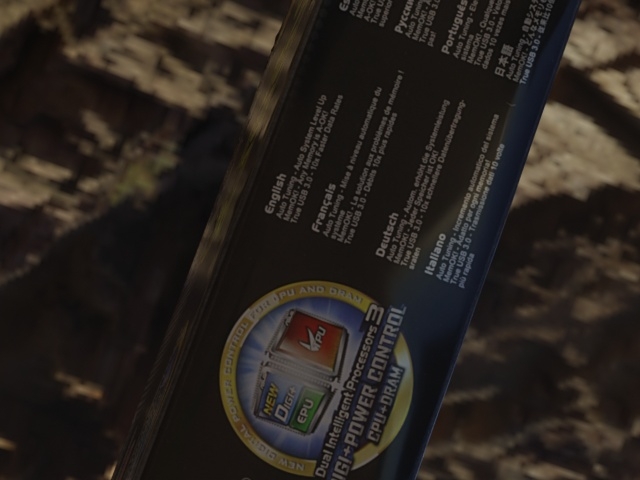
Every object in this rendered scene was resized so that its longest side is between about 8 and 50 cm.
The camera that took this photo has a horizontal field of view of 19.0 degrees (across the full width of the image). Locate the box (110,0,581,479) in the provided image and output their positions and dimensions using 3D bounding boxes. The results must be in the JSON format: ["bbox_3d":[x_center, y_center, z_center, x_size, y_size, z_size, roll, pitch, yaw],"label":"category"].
[{"bbox_3d":[0.000,0.000,0.520,0.216,0.060,0.270,135,-25,-80],"label":"box"}]
